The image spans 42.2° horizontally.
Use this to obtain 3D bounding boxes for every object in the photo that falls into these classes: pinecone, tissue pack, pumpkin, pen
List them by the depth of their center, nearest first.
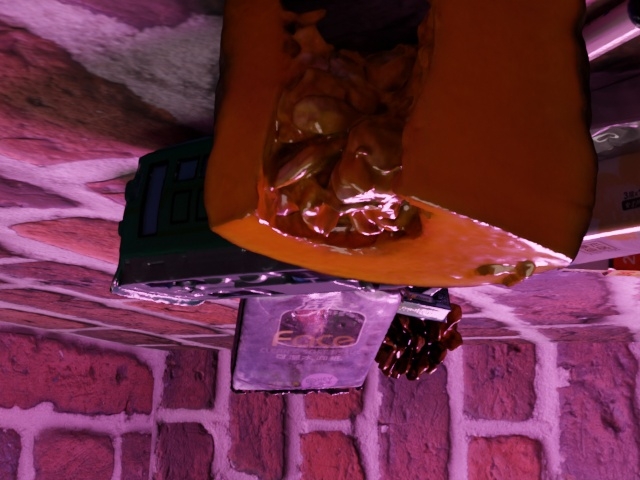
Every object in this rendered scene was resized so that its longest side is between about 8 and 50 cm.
[{"bbox_3d":[0.066,-0.091,0.681,0.303,0.225,0.256,-1,163,36],"label":"pumpkin"},{"bbox_3d":[0.198,-0.153,0.766,0.033,0.033,0.269,8,166,-24],"label":"pen"},{"bbox_3d":[0.268,-0.070,0.838,0.145,0.159,0.229,13,163,-37],"label":"tissue pack"},{"bbox_3d":[-0.019,0.138,1.427,0.259,0.122,0.361,2,145,-11],"label":"tissue pack"},{"bbox_3d":[0.201,0.207,1.895,0.201,0.229,0.202,25,170,-27],"label":"pinecone"}]

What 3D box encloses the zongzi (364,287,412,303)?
[{"bbox_3d":[0.000,0.000,1.197,0.241,0.111,0.247,-1,151,15],"label":"zongzi"}]

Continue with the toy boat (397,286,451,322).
[{"bbox_3d":[0.160,0.102,1.733,0.246,0.103,0.093,13,-152,-3],"label":"toy boat"}]

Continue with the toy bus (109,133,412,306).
[{"bbox_3d":[-0.070,-0.030,0.959,0.344,0.199,0.183,-6,167,31],"label":"toy bus"}]

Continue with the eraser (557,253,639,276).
[{"bbox_3d":[0.390,-0.036,0.965,0.230,0.157,0.038,2,170,-2],"label":"eraser"}]
